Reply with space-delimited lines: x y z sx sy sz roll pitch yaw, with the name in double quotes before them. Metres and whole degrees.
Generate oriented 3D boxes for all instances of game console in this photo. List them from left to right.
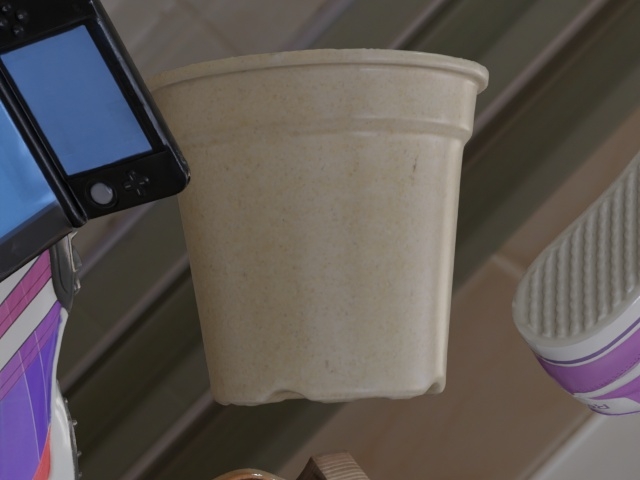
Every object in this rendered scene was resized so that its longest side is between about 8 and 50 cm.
"game console" -0.139 -0.049 0.746 0.122 0.107 0.071 63 30 -23

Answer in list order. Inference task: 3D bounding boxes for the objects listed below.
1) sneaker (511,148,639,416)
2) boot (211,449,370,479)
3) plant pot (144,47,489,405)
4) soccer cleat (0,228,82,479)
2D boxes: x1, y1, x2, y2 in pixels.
"sneaker" 0.259 0.000 1.026 0.161 0.282 0.102 47 6 -45
"boot" -0.024 0.340 1.600 0.283 0.109 0.220 -8 51 -38
"plant pot" 0.000 0.000 1.509 0.334 0.334 0.305 36 52 -82
"soccer cleat" -0.205 0.054 0.886 0.108 0.116 0.318 30 -52 44
